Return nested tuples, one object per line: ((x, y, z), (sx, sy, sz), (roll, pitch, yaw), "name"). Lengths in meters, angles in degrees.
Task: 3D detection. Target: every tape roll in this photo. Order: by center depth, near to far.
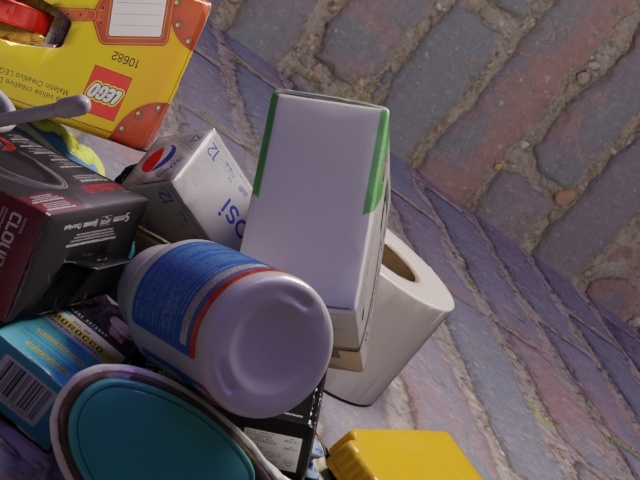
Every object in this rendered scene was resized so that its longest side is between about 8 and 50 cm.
((0.029, 0.073, 2.024), (0.246, 0.169, 0.246), (37, 13, -10), "tape roll")

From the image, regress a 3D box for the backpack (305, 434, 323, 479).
((-0.059, 0.200, 1.549), (0.105, 0.084, 0.114), (23, 21, -50), "backpack")

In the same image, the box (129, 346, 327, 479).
((-0.088, 0.141, 1.457), (0.180, 0.077, 0.147), (12, 31, 1), "box")

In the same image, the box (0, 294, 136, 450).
((-0.238, 0.105, 1.434), (0.100, 0.060, 0.244), (39, 13, -2), "box")

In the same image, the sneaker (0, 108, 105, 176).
((-0.319, -0.086, 1.784), (0.240, 0.091, 0.126), (24, 21, -51), "sneaker")

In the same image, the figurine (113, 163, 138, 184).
((-0.159, 0.031, 1.870), (0.215, 0.092, 0.209), (33, 22, -27), "figurine")

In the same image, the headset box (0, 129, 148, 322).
((-0.313, -0.034, 1.426), (0.293, 0.110, 0.218), (27, 12, 14), "headset box")

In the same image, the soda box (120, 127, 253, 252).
((-0.103, 0.016, 1.740), (0.286, 0.091, 0.098), (57, 47, -29), "soda box")

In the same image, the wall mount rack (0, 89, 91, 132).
((-0.368, -0.171, 1.330), (0.350, 0.130, 0.304), (14, 26, -44), "wall mount rack")

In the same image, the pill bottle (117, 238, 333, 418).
((-0.093, 0.066, 1.341), (0.124, 0.124, 0.221), (31, -5, -32), "pill bottle")

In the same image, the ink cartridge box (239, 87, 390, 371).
((0.000, 0.000, 1.586), (0.121, 0.211, 0.289), (8, -15, 6), "ink cartridge box")

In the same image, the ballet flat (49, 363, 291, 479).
((-0.084, 0.231, 1.344), (0.400, 0.139, 0.139), (37, 13, -25), "ballet flat")

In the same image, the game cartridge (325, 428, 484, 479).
((0.156, 0.340, 1.650), (0.324, 0.052, 0.285), (53, 17, 24), "game cartridge")

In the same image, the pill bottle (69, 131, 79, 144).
((-0.322, -0.110, 1.954), (0.043, 0.043, 0.083), (27, 19, -42), "pill bottle")

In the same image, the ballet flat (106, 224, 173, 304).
((-0.193, 0.046, 1.663), (0.348, 0.123, 0.123), (42, 14, 11), "ballet flat")

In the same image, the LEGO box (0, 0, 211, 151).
((-0.434, -0.300, 1.684), (0.500, 0.193, 0.372), (18, 10, -44), "LEGO box")

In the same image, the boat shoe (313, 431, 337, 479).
((-0.012, 0.240, 1.627), (0.049, 0.056, 0.152), (37, 22, -32), "boat shoe")
